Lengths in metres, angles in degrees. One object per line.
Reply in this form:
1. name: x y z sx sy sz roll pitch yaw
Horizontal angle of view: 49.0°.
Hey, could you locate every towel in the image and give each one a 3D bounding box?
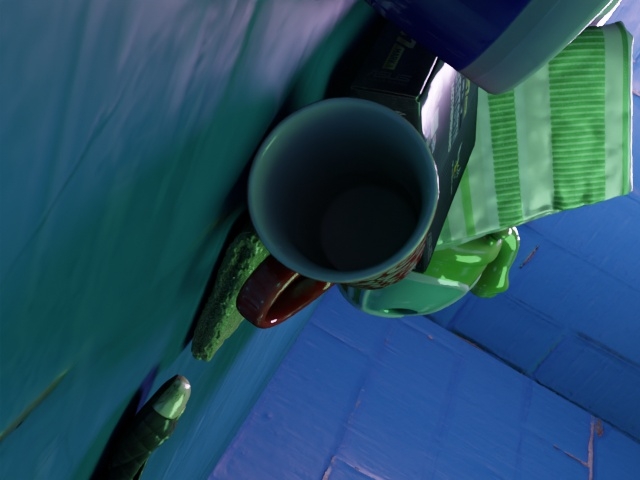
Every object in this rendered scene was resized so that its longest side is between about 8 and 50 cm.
1. towel: 0.251 -0.130 0.894 0.038 0.325 0.247 -125 -159 -62
2. towel: -0.058 0.024 0.559 0.110 0.027 0.148 -54 173 -51

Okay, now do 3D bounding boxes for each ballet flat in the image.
1. ballet flat: -0.135 0.173 0.520 0.173 0.049 0.057 -61 176 13

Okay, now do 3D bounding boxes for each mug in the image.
1. mug: 0.009 -0.012 0.495 0.150 0.113 0.169 -21 169 7

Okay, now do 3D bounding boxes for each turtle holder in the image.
1. turtle holder: 0.154 -0.003 1.100 0.320 0.243 0.227 -9 137 -48

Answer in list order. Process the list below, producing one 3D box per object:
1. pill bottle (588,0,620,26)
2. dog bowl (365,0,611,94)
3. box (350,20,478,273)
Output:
1. pill bottle: 0.268 -0.286 1.046 0.204 0.204 0.361 -57 175 -28
2. dog bowl: 0.138 -0.220 0.395 0.264 0.104 0.265 -56 -176 6
3. box: 0.095 -0.108 0.636 0.232 0.059 0.183 78 32 -53
